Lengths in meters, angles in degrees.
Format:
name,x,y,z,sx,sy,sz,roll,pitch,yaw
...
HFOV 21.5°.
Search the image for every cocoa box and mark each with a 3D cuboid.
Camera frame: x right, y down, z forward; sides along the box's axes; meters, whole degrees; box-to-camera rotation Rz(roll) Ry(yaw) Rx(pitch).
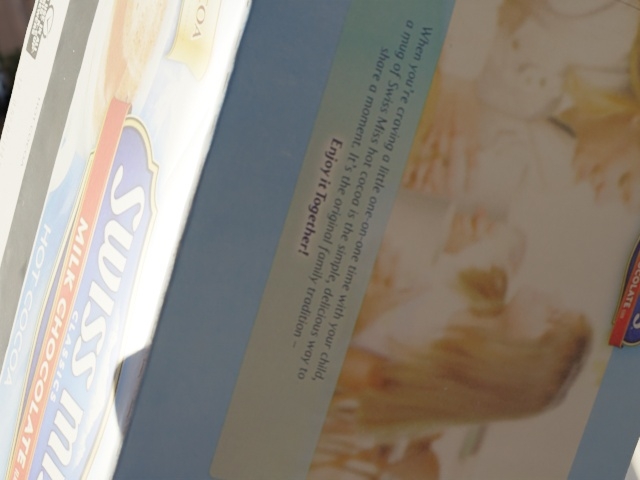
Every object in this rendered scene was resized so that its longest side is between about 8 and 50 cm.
name,x,y,z,sx,sy,sz,roll,pitch,yaw
cocoa box,0.000,0.000,0.709,0.231,0.228,0.347,11,-76,-28
